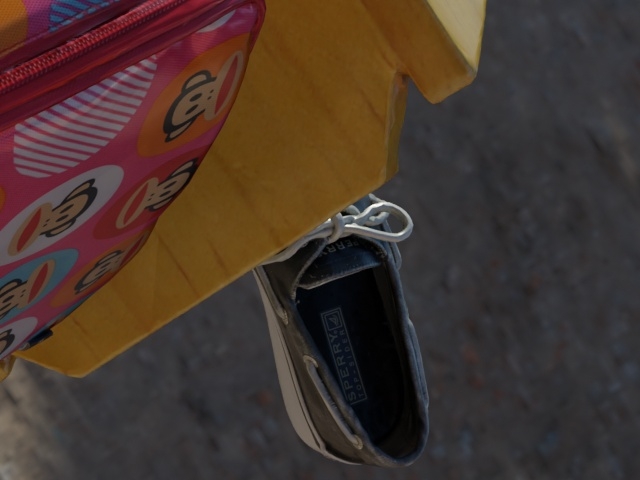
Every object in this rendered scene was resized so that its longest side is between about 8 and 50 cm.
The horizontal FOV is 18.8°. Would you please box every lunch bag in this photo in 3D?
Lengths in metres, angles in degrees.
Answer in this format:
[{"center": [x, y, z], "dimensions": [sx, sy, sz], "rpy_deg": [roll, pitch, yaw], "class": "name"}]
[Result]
[{"center": [-0.172, -0.019, 0.770], "dimensions": [0.258, 0.293, 0.120], "rpy_deg": [-31, 77, -33], "class": "lunch bag"}]

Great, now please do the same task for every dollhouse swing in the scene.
[{"center": [-0.080, -0.148, 1.095], "dimensions": [0.315, 0.347, 0.305], "rpy_deg": [57, 26, -1], "class": "dollhouse swing"}]

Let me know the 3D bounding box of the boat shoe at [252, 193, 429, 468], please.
[{"center": [-0.004, 0.002, 1.223], "dimensions": [0.113, 0.105, 0.306], "rpy_deg": [-15, 97, -21], "class": "boat shoe"}]
